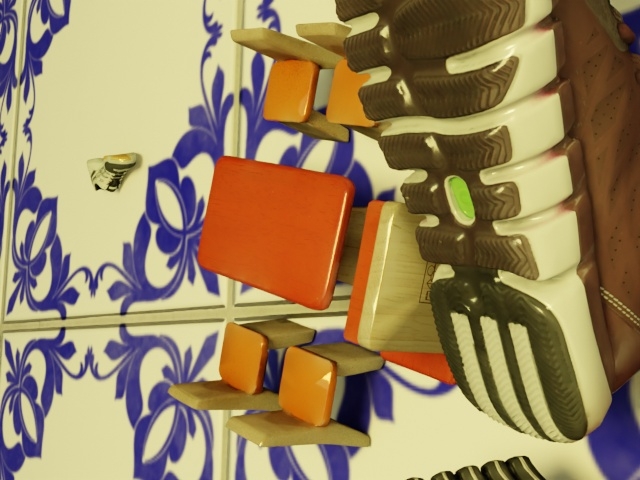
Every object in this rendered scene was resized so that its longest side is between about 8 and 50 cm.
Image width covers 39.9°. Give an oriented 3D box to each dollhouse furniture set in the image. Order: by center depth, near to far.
[{"bbox_3d":[0.000,0.000,0.534,0.259,0.135,0.262,14,94,50],"label":"dollhouse furniture set"}]

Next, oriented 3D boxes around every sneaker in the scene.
[{"bbox_3d":[0.109,-0.068,0.383,0.106,0.162,0.281,14,122,56],"label":"sneaker"},{"bbox_3d":[-0.204,-0.067,0.878,0.083,0.032,0.037,-4,95,55],"label":"sneaker"}]

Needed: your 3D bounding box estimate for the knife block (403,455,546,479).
[{"bbox_3d":[0.095,0.216,0.358,0.242,0.088,0.275,103,155,-57],"label":"knife block"}]
